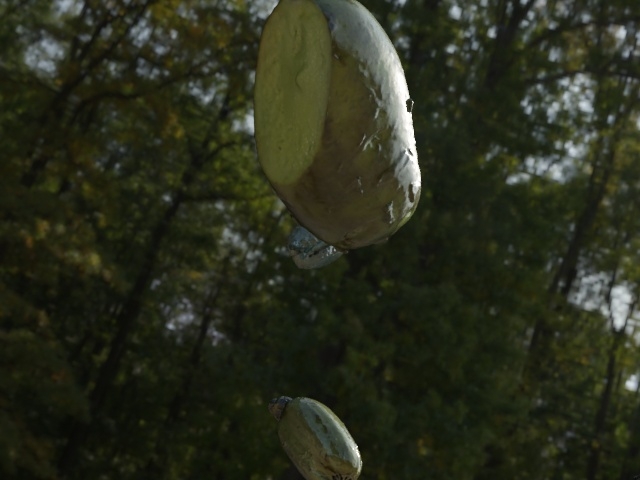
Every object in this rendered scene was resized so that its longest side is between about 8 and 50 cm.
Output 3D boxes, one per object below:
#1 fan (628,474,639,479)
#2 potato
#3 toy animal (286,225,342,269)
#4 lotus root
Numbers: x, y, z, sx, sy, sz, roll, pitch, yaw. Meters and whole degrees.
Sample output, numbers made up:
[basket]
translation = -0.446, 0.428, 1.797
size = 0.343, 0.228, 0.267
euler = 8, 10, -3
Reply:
[fan]
translation = 0.237, 0.124, 0.487
size = 0.223, 0.012, 0.294
euler = 12, -50, -12
[potato]
translation = 0.014, -0.121, 1.073
size = 0.141, 0.176, 0.298
euler = 11, -48, 40
[toy animal]
translation = -0.009, 0.002, 1.340
size = 0.070, 0.079, 0.253
euler = 40, 7, 6
[lotus root]
translation = -0.007, 0.274, 1.435
size = 0.077, 0.090, 0.183
euler = 19, 17, -43
